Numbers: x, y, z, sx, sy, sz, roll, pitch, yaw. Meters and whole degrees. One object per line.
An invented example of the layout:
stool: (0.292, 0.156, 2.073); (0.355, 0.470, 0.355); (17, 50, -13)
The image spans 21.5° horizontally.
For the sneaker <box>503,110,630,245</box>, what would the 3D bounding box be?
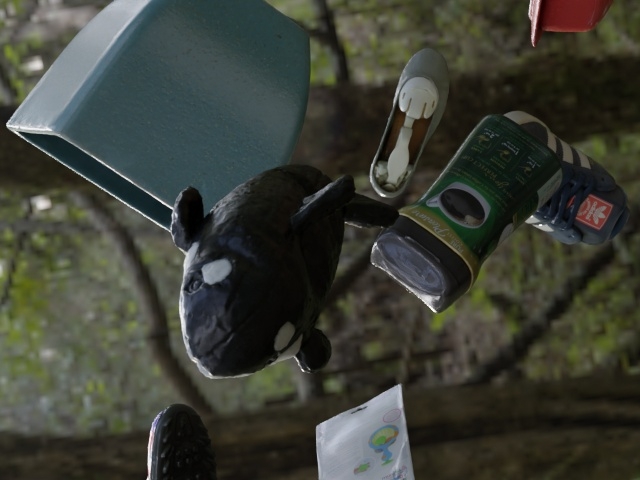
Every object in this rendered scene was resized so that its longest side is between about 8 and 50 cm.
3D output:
sneaker: (0.290, -0.062, 2.062); (0.131, 0.148, 0.350); (-60, -24, 14)

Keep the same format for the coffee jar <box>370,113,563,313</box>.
coffee jar: (0.131, -0.023, 1.523); (0.096, 0.184, 0.079); (38, 154, 13)

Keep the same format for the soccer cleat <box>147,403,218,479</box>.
soccer cleat: (-0.202, 0.370, 2.226); (0.108, 0.116, 0.318); (-14, -77, -45)

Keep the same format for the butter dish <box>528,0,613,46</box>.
butter dish: (0.320, -0.317, 1.983); (0.160, 0.118, 0.160); (92, -160, -47)

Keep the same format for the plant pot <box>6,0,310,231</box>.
plant pot: (-0.152, -0.161, 1.827); (0.252, 0.247, 0.248); (-60, 22, -7)

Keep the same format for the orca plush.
orca plush: (0.000, 0.000, 1.148); (0.151, 0.102, 0.287); (58, -153, 5)

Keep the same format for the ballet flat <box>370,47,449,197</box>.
ballet flat: (0.124, -0.157, 2.291); (0.068, 0.072, 0.213); (-71, 0, -81)

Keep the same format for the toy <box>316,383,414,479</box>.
toy: (0.066, 0.298, 2.229); (0.056, 0.137, 0.237); (58, -167, -22)
